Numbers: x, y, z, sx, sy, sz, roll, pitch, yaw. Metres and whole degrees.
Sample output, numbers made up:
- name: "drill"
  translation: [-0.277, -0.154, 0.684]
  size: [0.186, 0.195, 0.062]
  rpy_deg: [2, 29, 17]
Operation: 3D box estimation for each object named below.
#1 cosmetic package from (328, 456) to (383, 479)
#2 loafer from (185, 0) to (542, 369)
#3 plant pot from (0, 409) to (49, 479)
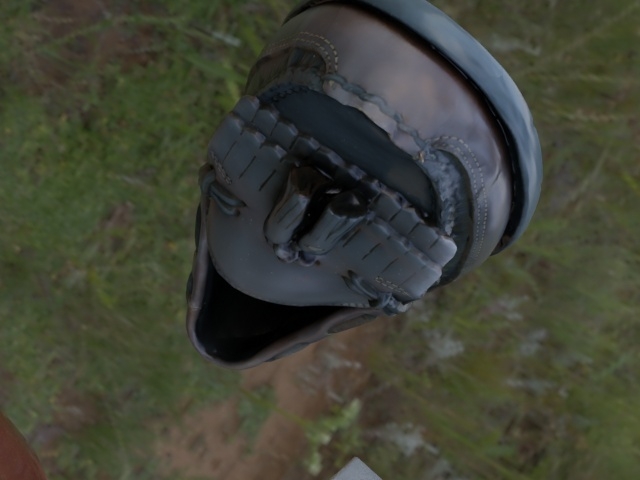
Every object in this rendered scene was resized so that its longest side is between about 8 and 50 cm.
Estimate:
- name: "cosmetic package"
  translation: [0.003, 0.302, 1.153]
  size: [0.197, 0.155, 0.365]
  rpy_deg: [-48, 174, 2]
- name: "loafer"
  translation: [0.000, 0.000, 0.477]
  size: [0.084, 0.096, 0.267]
  rpy_deg: [-50, 178, -13]
- name: "plant pot"
  translation: [-0.284, 0.185, 0.825]
  size: [0.267, 0.267, 0.236]
  rpy_deg: [-49, 128, 4]
